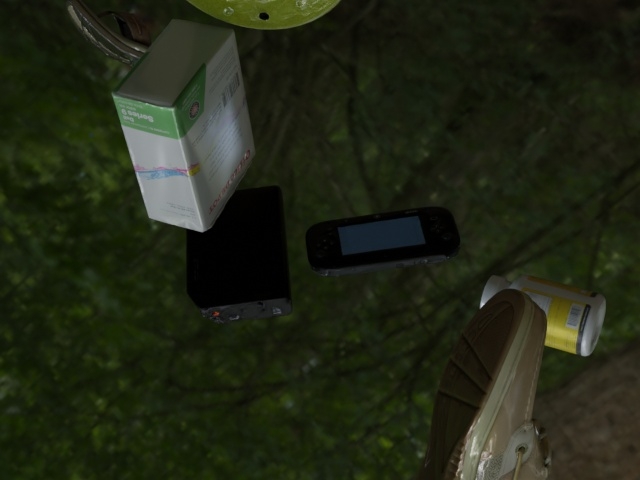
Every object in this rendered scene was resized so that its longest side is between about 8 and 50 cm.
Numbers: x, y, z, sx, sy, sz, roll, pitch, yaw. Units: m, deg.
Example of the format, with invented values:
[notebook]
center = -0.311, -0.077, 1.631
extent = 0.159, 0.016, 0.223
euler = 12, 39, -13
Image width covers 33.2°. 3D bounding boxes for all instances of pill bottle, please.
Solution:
[pill bottle]
center = 0.356, 0.114, 1.722
extent = 0.184, 0.103, 0.103
euler = 15, 176, 24

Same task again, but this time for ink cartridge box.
[ink cartridge box]
center = -0.161, -0.139, 1.324
extent = 0.093, 0.154, 0.212
euler = 13, 142, 20

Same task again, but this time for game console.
[game console]
center = 0.000, 0.000, 1.428
extent = 0.044, 0.362, 0.213
euler = 83, 180, -46

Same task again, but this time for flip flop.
[flip flop]
center = -0.343, -0.371, 1.984
extent = 0.277, 0.080, 0.112
euler = 28, 169, -16

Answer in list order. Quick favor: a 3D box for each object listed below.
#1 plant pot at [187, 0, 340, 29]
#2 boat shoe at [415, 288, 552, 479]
[plant pot]
center = -0.049, -0.453, 1.281
extent = 0.366, 0.367, 0.353
euler = 42, -135, -37
[boat shoe]
center = 0.160, 0.193, 0.999
extent = 0.098, 0.302, 0.109
euler = 13, -171, -14
